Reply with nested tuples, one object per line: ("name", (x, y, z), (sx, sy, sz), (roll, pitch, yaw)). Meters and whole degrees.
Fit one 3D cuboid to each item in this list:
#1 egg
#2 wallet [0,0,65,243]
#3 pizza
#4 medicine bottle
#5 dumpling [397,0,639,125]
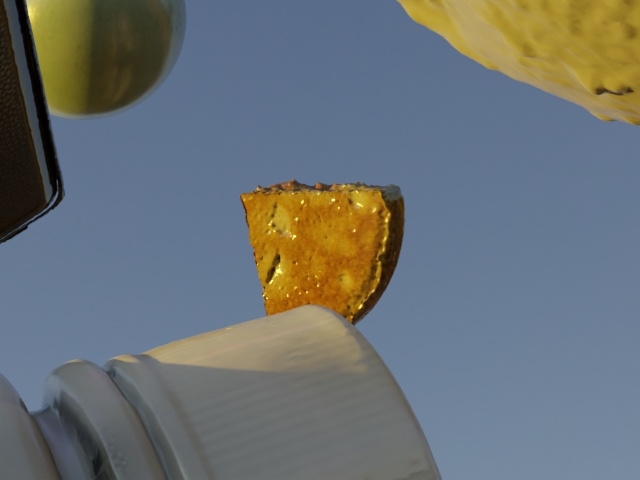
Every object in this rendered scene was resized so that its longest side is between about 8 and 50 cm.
("egg", (-0.186, -0.171, 1.151), (0.149, 0.149, 0.192), (11, -20, -24))
("wallet", (-0.152, -0.062, 0.530), (0.110, 0.031, 0.198), (-38, -31, -28))
("pizza", (0.001, 0.000, 1.121), (0.175, 0.134, 0.046), (-44, -8, 35))
("medicine bottle", (-0.091, 0.102, 0.359), (0.236, 0.139, 0.139), (-14, -28, -20))
("dumpling", (0.123, -0.107, 0.404), (0.243, 0.175, 0.227), (-32, -4, -10))
